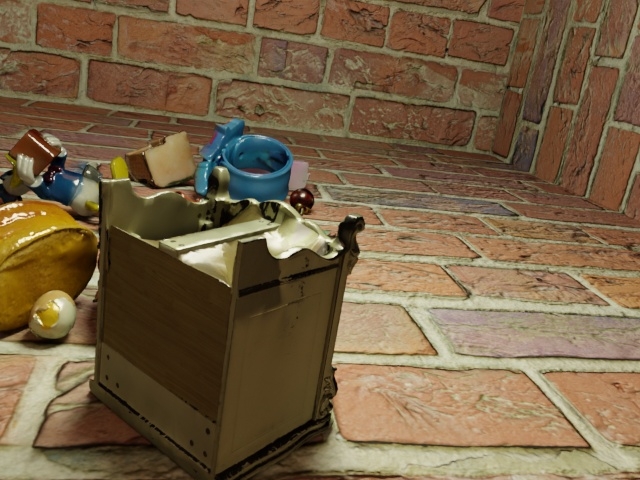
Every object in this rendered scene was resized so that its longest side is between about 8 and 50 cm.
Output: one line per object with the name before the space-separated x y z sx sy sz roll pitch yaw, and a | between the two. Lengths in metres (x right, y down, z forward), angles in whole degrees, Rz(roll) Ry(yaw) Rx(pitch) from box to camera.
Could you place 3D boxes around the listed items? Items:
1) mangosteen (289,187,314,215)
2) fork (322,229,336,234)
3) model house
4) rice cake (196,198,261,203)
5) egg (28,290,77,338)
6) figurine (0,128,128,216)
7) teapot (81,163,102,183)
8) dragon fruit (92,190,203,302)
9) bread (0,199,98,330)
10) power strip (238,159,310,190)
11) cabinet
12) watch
mangosteen | -0.059 -0.125 1.896 0.080 0.081 0.081 8 18 -3
fork | 0.000 -0.002 1.638 0.039 0.021 0.235 10 17 14
model house | -0.538 -0.259 1.990 0.172 0.167 0.182 5 26 44
rice cake | -0.239 -0.086 1.748 0.236 0.043 0.127 2 21 -19
egg | -0.430 0.118 0.970 0.071 0.071 0.083 7 52 -5
figurine | -0.681 -0.140 1.481 0.338 0.284 0.205 -5 56 16
teapot | -0.702 -0.192 1.843 0.057 0.066 0.088 21 -13 -28
dragon fruit | -0.276 0.032 1.060 0.244 0.245 0.299 17 38 24
bread | -0.503 0.038 1.003 0.142 0.196 0.269 25 25 16
power strip | -0.171 -0.234 2.125 0.278 0.109 0.037 1 18 -22
cabinet | -0.131 0.091 0.809 0.289 0.318 0.227 21 22 36
watch | -0.237 -0.213 1.880 0.274 0.242 0.305 21 44 8
